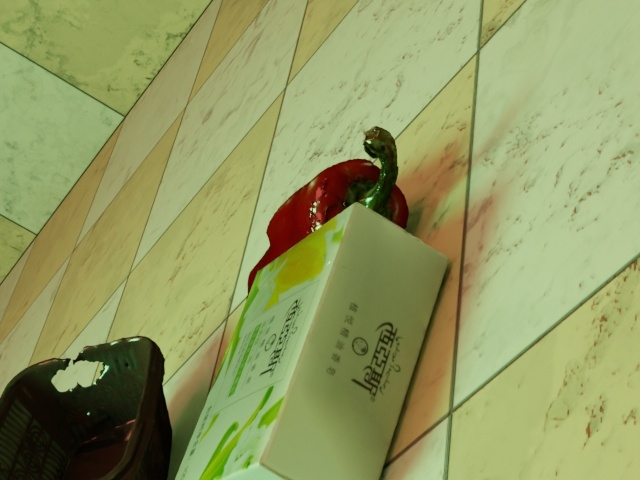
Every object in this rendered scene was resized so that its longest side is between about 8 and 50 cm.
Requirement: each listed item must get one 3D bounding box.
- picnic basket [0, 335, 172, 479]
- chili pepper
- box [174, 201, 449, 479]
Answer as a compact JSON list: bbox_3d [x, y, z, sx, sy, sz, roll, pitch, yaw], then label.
[{"bbox_3d":[-0.267,0.251,1.581,0.222,0.129,0.297,-15,27,10],"label":"picnic basket"},{"bbox_3d":[0.000,0.000,1.410,0.387,0.110,0.110,-40,25,60],"label":"chili pepper"},{"bbox_3d":[-0.011,0.122,1.216,0.194,0.111,0.260,-35,27,53],"label":"box"}]
